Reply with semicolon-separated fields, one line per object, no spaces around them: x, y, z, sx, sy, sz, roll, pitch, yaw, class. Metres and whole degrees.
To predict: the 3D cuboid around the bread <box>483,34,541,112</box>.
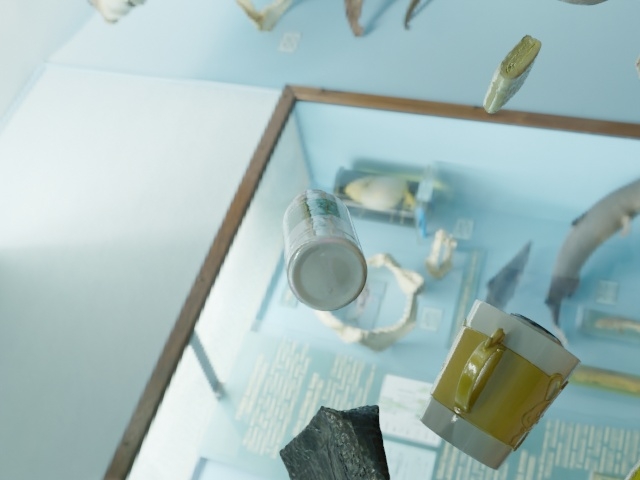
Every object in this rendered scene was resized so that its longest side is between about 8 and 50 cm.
0.444;-0.388;2.006;0.139;0.060;0.178;-46;-11;-15;bread

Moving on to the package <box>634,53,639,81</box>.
0.318;-0.161;0.820;0.083;0.029;0.059;28;-126;-68;package

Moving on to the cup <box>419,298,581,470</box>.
0.259;0.215;1.308;0.226;0.185;0.241;-59;-31;-1;cup

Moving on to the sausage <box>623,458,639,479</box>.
0.460;0.268;1.017;0.123;0.123;0.347;-59;-7;-50;sausage

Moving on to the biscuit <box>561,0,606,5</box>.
0.381;-0.417;1.329;0.192;0.186;0.036;-175;104;-75;biscuit

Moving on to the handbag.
0.024;0.338;1.195;0.270;0.088;0.175;126;140;-50;handbag

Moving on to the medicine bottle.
0.000;0.000;1.056;0.260;0.095;0.095;-99;13;-73;medicine bottle
